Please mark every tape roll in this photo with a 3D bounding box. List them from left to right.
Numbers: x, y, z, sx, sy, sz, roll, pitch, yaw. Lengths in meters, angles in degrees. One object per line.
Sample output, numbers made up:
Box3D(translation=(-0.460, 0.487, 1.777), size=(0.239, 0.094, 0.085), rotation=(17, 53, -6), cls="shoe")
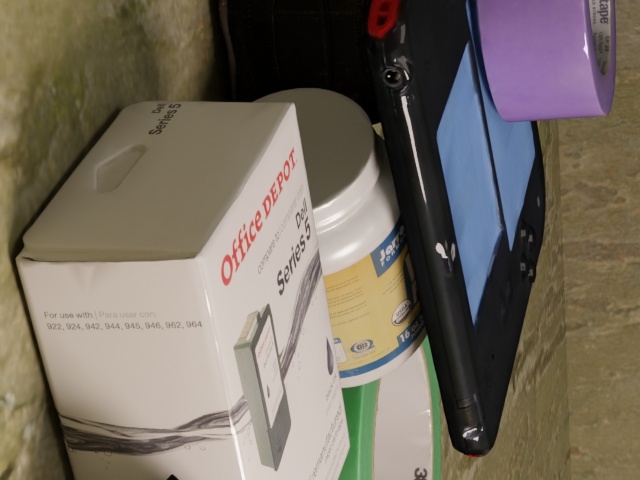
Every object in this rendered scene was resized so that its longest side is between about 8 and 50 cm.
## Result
Box3D(translation=(0.039, 0.188, 1.530), size=(0.321, 0.077, 0.321), rotation=(0, 90, -74), cls="tape roll")
Box3D(translation=(0.176, -0.187, 1.332), size=(0.189, 0.080, 0.189), rotation=(-4, 90, -73), cls="tape roll")

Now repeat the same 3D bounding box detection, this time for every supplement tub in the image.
Box3D(translation=(0.000, 0.000, 1.273), size=(0.200, 0.144, 0.144), rotation=(71, 24, -49), cls="supplement tub")

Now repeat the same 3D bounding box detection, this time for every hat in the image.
Box3D(translation=(0.024, -0.168, 1.395), size=(0.331, 0.133, 0.331), rotation=(-2, 90, -74), cls="hat")

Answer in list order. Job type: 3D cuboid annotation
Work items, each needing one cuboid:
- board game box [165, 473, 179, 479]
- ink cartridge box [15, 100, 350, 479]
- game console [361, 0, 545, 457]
Box3D(translation=(-0.069, 0.232, 0.990), size=(0.126, 0.026, 0.186), rotation=(-46, 126, -5), cls="board game box")
Box3D(translation=(-0.073, 0.075, 1.067), size=(0.198, 0.114, 0.273), rotation=(-64, 150, -56), cls="ink cartridge box")
Box3D(translation=(0.114, -0.083, 1.326), size=(0.342, 0.060, 0.387), rotation=(-75, 155, -52), cls="game console")
